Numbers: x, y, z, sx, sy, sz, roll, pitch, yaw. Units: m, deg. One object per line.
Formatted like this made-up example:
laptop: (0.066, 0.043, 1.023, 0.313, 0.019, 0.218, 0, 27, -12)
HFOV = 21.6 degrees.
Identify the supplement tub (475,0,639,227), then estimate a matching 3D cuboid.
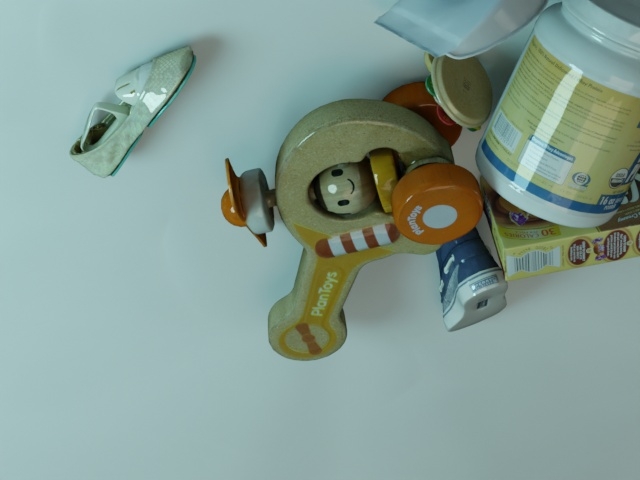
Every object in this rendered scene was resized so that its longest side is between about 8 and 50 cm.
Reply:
supplement tub: (0.242, -0.128, 1.524, 0.144, 0.144, 0.200, 11, 120, -22)

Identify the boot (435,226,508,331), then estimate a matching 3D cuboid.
boot: (0.152, 0.034, 1.748, 0.069, 0.086, 0.190, -20, 165, -9)

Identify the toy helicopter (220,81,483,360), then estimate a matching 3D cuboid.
toy helicopter: (0.000, 0.000, 1.627, 0.235, 0.140, 0.355, 4, 138, -14)

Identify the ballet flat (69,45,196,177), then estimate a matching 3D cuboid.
ballet flat: (-0.175, -0.119, 1.521, 0.052, 0.057, 0.168, 27, 125, -22)

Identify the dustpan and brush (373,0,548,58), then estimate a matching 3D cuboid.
dustpan and brush: (0.167, -0.220, 1.461, 0.211, 0.147, 0.060, -40, 120, -5)

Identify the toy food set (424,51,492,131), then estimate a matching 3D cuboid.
toy food set: (0.128, -0.141, 1.548, 0.083, 0.083, 0.020, 22, 150, -38)

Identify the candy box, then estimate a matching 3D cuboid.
candy box: (0.262, -0.029, 1.669, 0.186, 0.109, 0.053, -11, 136, 0)
